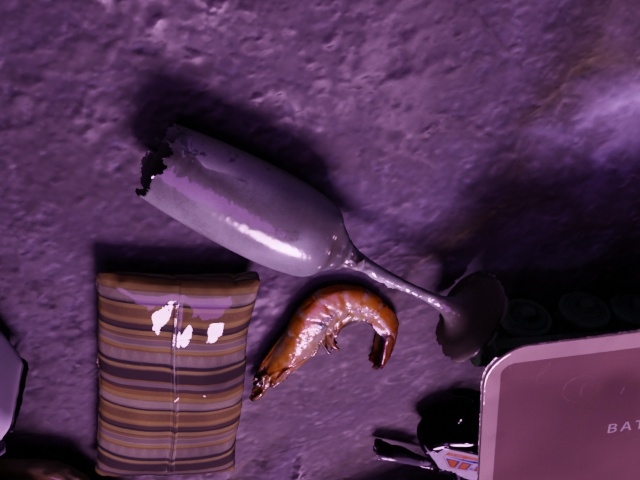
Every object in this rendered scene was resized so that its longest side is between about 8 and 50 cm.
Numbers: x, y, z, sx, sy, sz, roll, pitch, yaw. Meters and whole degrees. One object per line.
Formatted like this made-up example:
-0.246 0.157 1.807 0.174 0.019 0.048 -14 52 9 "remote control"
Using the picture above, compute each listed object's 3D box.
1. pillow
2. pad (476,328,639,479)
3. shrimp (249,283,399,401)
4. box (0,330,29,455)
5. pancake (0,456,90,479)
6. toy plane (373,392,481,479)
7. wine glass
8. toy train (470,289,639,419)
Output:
-0.109 0.105 0.662 0.113 0.038 0.203 1 126 -11 "pillow"
0.239 0.123 0.621 0.266 0.002 0.176 -7 126 -3 "pad"
0.001 0.085 0.674 0.127 0.025 0.091 -43 122 17 "shrimp"
-0.346 0.018 0.516 0.190 0.112 0.370 -22 125 8 "box"
-0.228 0.261 0.753 0.236 0.042 0.222 25 123 -21 "pancake"
0.148 0.179 0.754 0.197 0.053 0.078 18 129 -20 "toy plane"
0.000 0.000 0.587 0.262 0.074 0.074 26 117 -23 "wine glass"
0.197 0.090 0.657 0.170 0.111 0.071 -2 124 -11 "toy train"
